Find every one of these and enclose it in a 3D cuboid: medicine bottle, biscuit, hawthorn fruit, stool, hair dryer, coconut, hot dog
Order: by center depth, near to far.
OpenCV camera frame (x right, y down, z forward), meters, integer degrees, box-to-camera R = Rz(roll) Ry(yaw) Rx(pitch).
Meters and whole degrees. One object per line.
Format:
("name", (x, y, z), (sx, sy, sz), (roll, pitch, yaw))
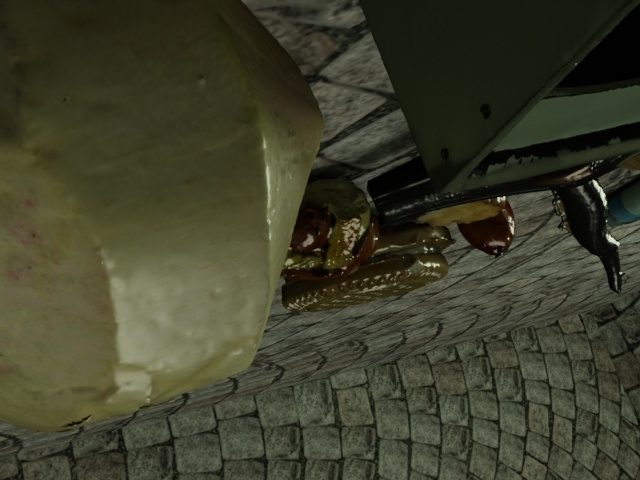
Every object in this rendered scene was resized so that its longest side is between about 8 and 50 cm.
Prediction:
("coconut", (-0.118, -0.040, 0.417), (0.259, 0.259, 0.259), (-17, 165, -5))
("stool", (0.182, -0.169, 0.432), (0.243, 0.170, 0.270), (-14, 164, -21))
("hair dryer", (0.247, -0.020, 0.919), (0.303, 0.120, 0.359), (-25, 135, 17))
("hot dog", (0.000, 0.000, 0.942), (0.146, 0.103, 0.213), (-22, 166, 11))
("biscuit", (0.160, -0.055, 1.008), (0.118, 0.061, 0.183), (-8, 170, 17))
("hawthorn fruit", (0.231, -0.017, 1.168), (0.081, 0.093, 0.081), (-16, 164, -5))
("biscuit", (0.065, 0.040, 1.178), (0.259, 0.079, 0.259), (-12, 170, -2))
("medicine bottle", (0.557, -0.084, 1.399), (0.090, 0.054, 0.208), (-8, 160, -29))

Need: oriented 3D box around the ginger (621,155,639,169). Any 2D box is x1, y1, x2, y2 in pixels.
("ginger", (0.372, -0.160, 0.878), (0.131, 0.086, 0.294), (-10, 157, 4))
